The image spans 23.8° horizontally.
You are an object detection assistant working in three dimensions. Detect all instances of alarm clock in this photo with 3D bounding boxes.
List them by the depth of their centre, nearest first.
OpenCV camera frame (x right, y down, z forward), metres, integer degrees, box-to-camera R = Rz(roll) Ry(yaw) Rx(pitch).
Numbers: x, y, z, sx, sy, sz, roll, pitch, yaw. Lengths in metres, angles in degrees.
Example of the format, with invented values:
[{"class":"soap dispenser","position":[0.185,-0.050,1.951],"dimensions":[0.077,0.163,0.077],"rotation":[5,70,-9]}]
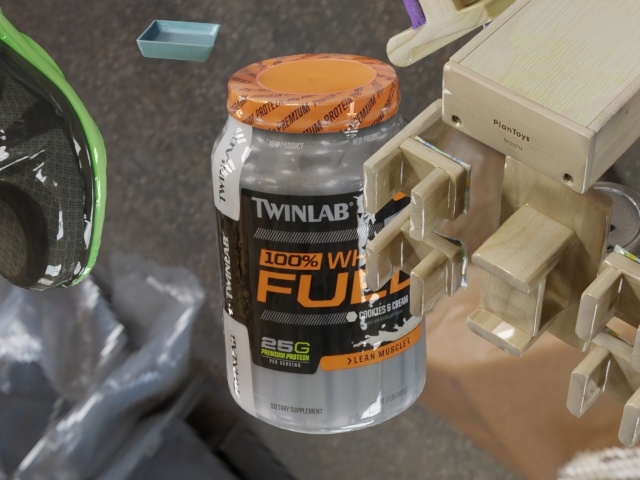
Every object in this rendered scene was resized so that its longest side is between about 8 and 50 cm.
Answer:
[{"class":"alarm clock","position":[0.308,-0.005,1.773],"dimensions":[0.192,0.129,0.064],"rotation":[-12,143,5]}]

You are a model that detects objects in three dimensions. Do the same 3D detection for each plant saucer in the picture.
[{"class":"plant saucer","position":[-0.127,-0.184,1.394],"dimensions":[0.067,0.192,0.018],"rotation":[4,102,-2]}]

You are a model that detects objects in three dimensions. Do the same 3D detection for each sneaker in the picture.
[{"class":"sneaker","position":[-0.324,-0.124,1.152],"dimensions":[0.185,0.202,0.483],"rotation":[9,141,35]}]

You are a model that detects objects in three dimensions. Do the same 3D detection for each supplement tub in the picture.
[{"class":"supplement tub","position":[0.000,0.000,1.394],"dimensions":[0.193,0.193,0.316],"rotation":[10,117,29]}]

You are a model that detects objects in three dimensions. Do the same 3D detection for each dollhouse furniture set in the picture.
[{"class":"dollhouse furniture set","position":[0.159,-0.039,0.943],"dimensions":[0.212,0.161,0.242],"rotation":[31,145,26]}]

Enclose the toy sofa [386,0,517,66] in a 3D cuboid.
[{"class":"toy sofa","position":[0.051,-0.337,1.265],"dimensions":[0.177,0.150,0.362],"rotation":[-14,104,47]}]

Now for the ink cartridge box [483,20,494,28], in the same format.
[{"class":"ink cartridge box","position":[0.220,-0.372,1.853],"dimensions":[0.072,0.303,0.307],"rotation":[-15,95,15]}]
